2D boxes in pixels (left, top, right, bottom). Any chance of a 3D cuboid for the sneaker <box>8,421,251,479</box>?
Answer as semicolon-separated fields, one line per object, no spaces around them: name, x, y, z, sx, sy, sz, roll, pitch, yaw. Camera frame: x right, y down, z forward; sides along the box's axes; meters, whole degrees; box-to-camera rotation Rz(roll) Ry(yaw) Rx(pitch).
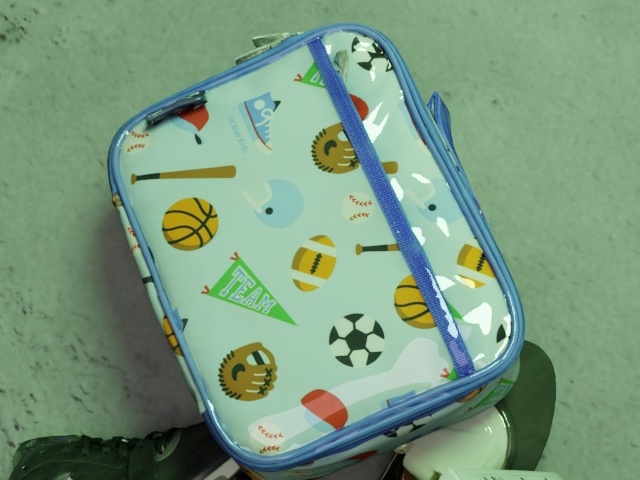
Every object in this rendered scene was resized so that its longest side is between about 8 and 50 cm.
sneaker;-0.160;0.179;1.059;0.283;0.107;0.124;-36;81;3

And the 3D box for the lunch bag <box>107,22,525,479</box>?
lunch bag;0.000;0.000;1.007;0.243;0.115;0.303;-23;70;1

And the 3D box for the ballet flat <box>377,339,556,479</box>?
ballet flat;0.076;0.191;1.036;0.095;0.096;0.280;31;91;26

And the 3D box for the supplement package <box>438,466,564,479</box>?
supplement package;0.112;0.311;0.946;0.204;0.145;0.262;43;107;34
